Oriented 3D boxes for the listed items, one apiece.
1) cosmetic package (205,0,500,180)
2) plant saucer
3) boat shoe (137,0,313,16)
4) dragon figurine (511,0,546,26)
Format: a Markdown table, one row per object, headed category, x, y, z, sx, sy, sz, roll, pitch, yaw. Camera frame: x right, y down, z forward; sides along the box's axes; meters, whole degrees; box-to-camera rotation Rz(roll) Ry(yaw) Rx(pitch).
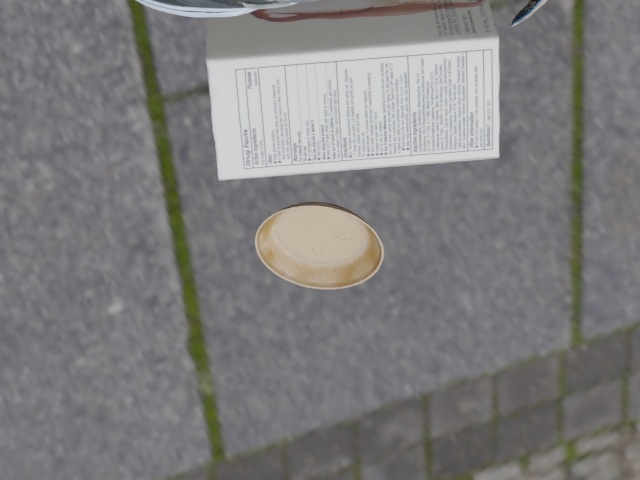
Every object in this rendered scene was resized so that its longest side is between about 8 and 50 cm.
| category | x | y | z | sx | sy | sz | roll | pitch | yaw |
| --- | --- | --- | --- | --- | --- | --- | --- | --- | --- |
| cosmetic package | 0.032 | -0.166 | 2.003 | 0.296 | 0.129 | 0.153 | -4 | 125 | -2 |
| plant saucer | 0.000 | 0.000 | 1.246 | 0.083 | 0.015 | 0.083 | 5 | 140 | 5 |
| boat shoe | -0.042 | -0.241 | 1.511 | 0.119 | 0.335 | 0.121 | -16 | 100 | -58 |
| dragon figurine | 0.272 | -0.363 | 2.052 | 0.144 | 0.085 | 0.289 | 39 | 127 | -15 |
